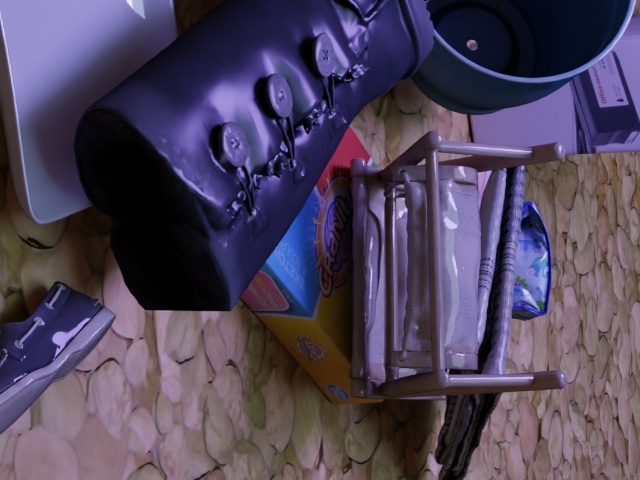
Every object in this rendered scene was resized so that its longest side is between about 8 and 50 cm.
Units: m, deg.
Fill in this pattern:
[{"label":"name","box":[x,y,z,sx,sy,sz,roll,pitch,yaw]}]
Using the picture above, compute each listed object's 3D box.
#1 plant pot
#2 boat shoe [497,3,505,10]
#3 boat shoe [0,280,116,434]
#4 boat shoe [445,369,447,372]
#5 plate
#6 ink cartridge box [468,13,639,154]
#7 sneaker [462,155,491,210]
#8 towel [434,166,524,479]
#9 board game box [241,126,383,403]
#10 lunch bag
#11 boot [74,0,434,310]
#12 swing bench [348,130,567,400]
[{"label":"plant pot","box":[0.211,-0.276,2.040,0.255,0.272,0.271,120,-25,-73]},{"label":"boat shoe","box":[0.282,-0.492,2.466,0.112,0.095,0.335,4,78,-35]},{"label":"boat shoe","box":[-0.244,0.097,1.341,0.065,0.075,0.206,41,38,5]},{"label":"boat shoe","box":[0.137,0.080,2.090,0.073,0.073,0.207,44,47,-53]},{"label":"plate","box":[-0.207,-0.172,1.445,0.277,0.045,0.278,-28,112,-63]},{"label":"ink cartridge box","box":[0.433,-0.225,2.374,0.285,0.395,0.166,-31,116,-61]},{"label":"sneaker","box":[0.186,-0.046,2.239,0.070,0.051,0.134,-7,107,-42]},{"label":"towel","box":[0.182,0.105,2.036,0.312,0.056,0.324,102,-2,-57]},{"label":"board game box","box":[0.000,0.000,1.824,0.316,0.064,0.242,52,42,-50]},{"label":"lunch bag","box":[0.261,0.027,2.276,0.129,0.096,0.151,137,-39,-82]},{"label":"boot","box":[-0.087,-0.199,1.512,0.445,0.146,0.367,-49,116,-41]},{"label":"swing bench","box":[0.119,0.035,1.761,0.165,0.255,0.253,3,81,-28]}]
